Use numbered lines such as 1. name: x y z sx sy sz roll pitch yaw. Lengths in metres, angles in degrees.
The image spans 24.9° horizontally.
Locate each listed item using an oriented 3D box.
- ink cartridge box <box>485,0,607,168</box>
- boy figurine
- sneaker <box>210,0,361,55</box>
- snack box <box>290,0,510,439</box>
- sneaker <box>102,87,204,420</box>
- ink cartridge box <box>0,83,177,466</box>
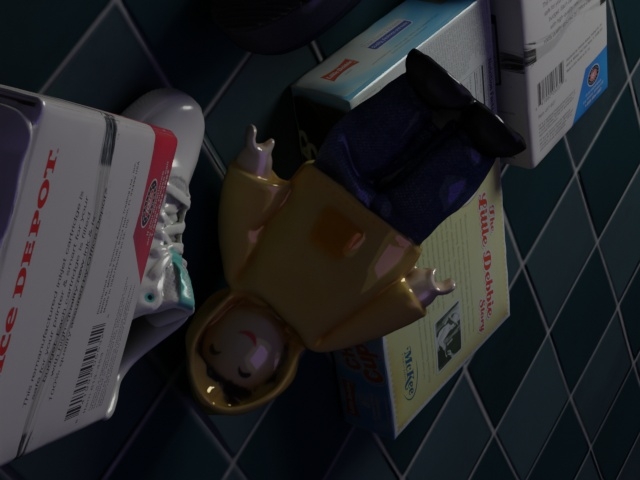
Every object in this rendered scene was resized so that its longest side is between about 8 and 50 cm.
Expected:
1. ink cartridge box: 0.169 -0.187 1.198 0.148 0.086 0.203 -43 136 -39
2. boy figurine: 0.000 0.000 0.979 0.285 0.177 0.092 -46 -171 5
3. sneaker: 0.049 -0.208 0.985 0.319 0.112 0.131 -52 139 -28
4. snack box: 0.074 -0.021 1.155 0.187 0.060 0.322 -41 135 -38
5. sneaker: -0.106 0.011 0.867 0.080 0.094 0.212 41 69 -54
6. ink cartridge box: -0.161 0.011 0.701 0.237 0.100 0.172 -6 112 -82
